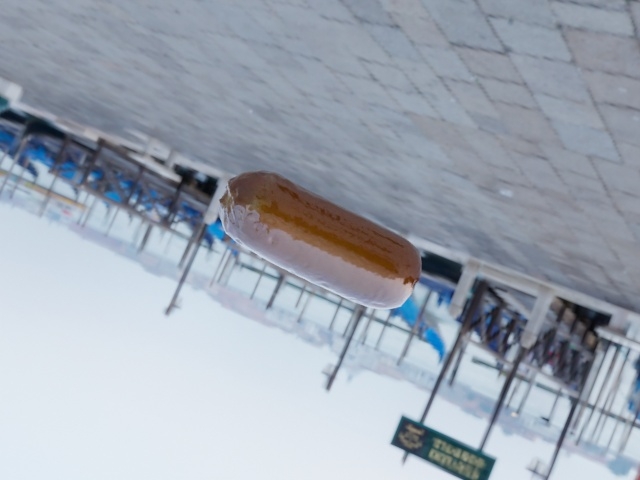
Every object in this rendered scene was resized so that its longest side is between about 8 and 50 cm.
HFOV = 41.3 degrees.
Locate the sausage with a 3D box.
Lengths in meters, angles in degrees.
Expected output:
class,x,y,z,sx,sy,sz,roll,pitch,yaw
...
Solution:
class,x,y,z,sx,sy,sz,roll,pitch,yaw
sausage,0.000,0.000,0.758,0.197,0.076,0.076,26,174,-19
